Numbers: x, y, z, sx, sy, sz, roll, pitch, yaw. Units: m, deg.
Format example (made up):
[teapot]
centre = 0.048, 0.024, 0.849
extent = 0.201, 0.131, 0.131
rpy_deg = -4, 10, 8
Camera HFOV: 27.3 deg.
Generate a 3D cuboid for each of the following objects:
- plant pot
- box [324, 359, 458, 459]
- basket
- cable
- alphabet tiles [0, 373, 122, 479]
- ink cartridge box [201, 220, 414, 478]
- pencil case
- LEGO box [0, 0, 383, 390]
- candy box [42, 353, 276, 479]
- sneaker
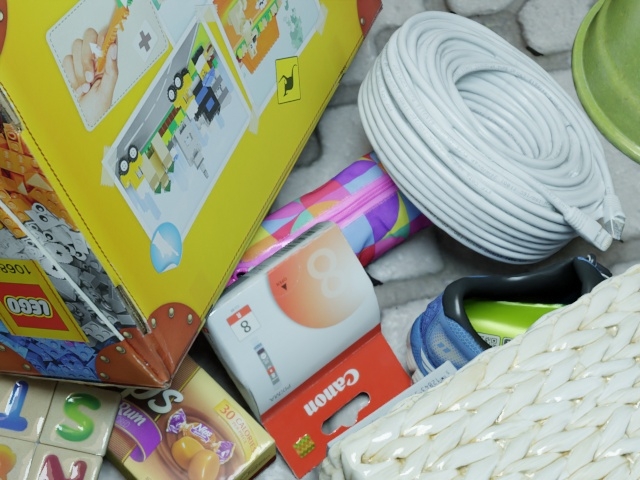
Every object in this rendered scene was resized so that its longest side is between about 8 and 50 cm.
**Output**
[plant pot]
centre = 0.404, -0.236, 1.273
extent = 0.276, 0.254, 0.276
rpy_deg = 1, 59, -2
[box]
centre = 0.070, 0.184, 1.085
extent = 0.126, 0.137, 0.072
rpy_deg = -32, 67, -19
[basket]
centre = 0.171, 0.248, 0.924
extent = 0.331, 0.328, 0.266
rpy_deg = -28, 60, -30
[cable]
centre = 0.155, -0.098, 1.225
extent = 0.257, 0.089, 0.257
rpy_deg = 29, 37, -15
[alphabet tiles]
centre = -0.331, 0.206, 1.088
extent = 0.285, 0.011, 0.343
rpy_deg = 11, 66, 7
[ink cartridge box]
centre = -0.005, 0.096, 1.133
extent = 0.145, 0.045, 0.179
rpy_deg = -36, 102, -21
[pencil case]
centre = 0.000, 0.000, 1.212
extent = 0.236, 0.104, 0.104
rpy_deg = -34, 67, -21
[LEGO box]
centre = -0.163, -0.190, 1.095
extent = 0.193, 0.372, 0.500
rpy_deg = 3, 46, 29
[candy box]
centre = -0.140, 0.154, 1.142
extent = 0.109, 0.053, 0.186
rpy_deg = -40, 70, -20
[sneaker]
centre = 0.245, 0.096, 1.136
extent = 0.329, 0.147, 0.130
rpy_deg = 6, 60, -4
